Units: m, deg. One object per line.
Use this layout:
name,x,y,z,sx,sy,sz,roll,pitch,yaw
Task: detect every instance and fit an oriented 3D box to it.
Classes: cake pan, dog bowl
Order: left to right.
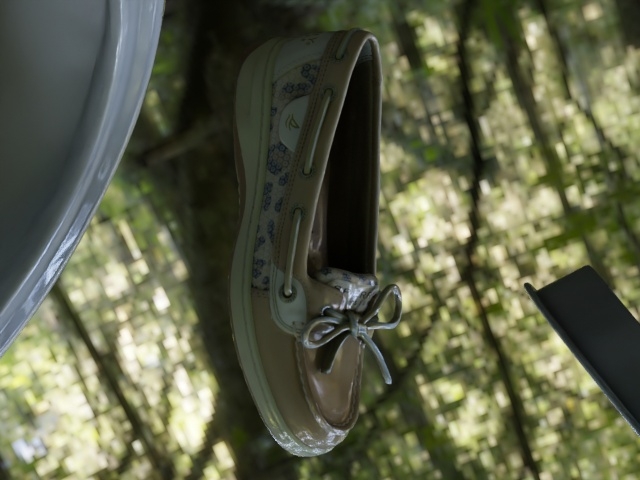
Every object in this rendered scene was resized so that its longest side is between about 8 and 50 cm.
dog bowl,-0.259,-0.058,0.992,0.150,0.408,0.408,30,-131,14
cake pan,0.271,0.133,1.411,0.054,0.293,0.293,-39,-152,6

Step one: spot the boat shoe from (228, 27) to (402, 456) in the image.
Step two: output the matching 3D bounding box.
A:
boat shoe,0.000,0.000,1.194,0.089,0.285,0.104,-7,176,31
